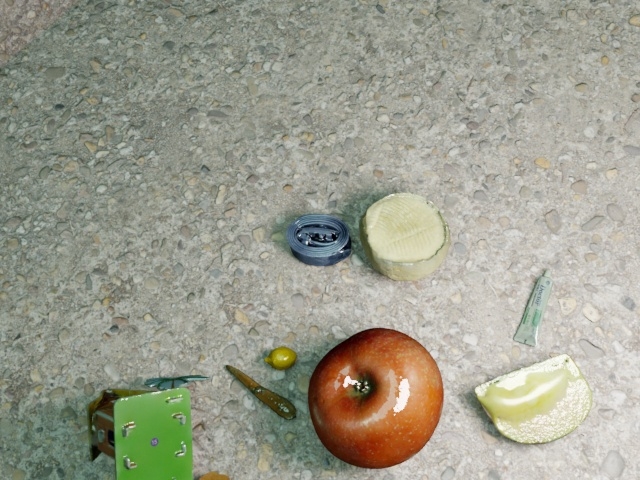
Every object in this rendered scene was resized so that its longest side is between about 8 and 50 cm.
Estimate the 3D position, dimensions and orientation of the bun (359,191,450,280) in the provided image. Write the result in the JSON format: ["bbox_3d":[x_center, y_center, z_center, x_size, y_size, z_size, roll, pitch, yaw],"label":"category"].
[{"bbox_3d":[0.236,0.000,1.993,0.260,0.152,0.259,0,59,-1],"label":"bun"}]

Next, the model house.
[{"bbox_3d":[-0.445,0.513,1.886,0.324,0.340,0.300,1,94,51],"label":"model house"}]

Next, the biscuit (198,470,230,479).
[{"bbox_3d":[-0.220,0.677,1.802,0.236,0.040,0.144,32,30,29],"label":"biscuit"}]

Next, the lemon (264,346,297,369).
[{"bbox_3d":[-0.109,0.324,1.958,0.092,0.065,0.065,-9,66,-4],"label":"lemon"}]

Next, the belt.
[{"bbox_3d":[0.000,0.000,2.070,0.190,0.082,0.141,4,65,12],"label":"belt"}]

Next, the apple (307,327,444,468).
[{"bbox_3d":[0.135,0.384,1.760,0.349,0.277,0.348,-12,61,22],"label":"apple"}]

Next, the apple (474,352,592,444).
[{"bbox_3d":[0.539,0.408,1.790,0.265,0.120,0.193,-22,77,2],"label":"apple"}]

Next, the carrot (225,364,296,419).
[{"bbox_3d":[-0.166,0.409,1.947,0.254,0.049,0.049,30,75,24],"label":"carrot"}]

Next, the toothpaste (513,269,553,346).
[{"bbox_3d":[0.584,0.179,1.922,0.064,0.041,0.218,16,73,27],"label":"toothpaste"}]
